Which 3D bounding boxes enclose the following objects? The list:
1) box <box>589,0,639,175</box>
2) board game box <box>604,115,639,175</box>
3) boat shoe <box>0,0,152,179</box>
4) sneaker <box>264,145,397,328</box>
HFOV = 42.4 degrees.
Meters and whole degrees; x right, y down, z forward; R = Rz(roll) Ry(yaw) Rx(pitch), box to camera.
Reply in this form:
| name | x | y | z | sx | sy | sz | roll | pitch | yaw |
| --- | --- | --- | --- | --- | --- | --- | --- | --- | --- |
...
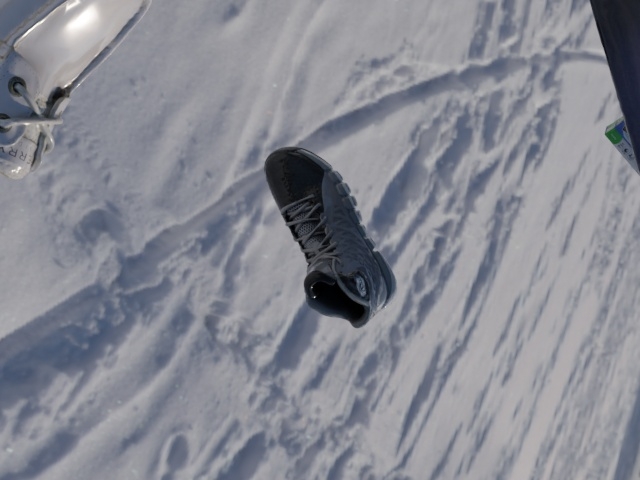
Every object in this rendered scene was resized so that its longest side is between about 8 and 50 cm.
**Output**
| name | x | y | z | sx | sy | sz | roll | pitch | yaw |
| --- | --- | --- | --- | --- | --- | --- | --- | --- | --- |
| box | 0.389 | -0.173 | 0.640 | 0.294 | 0.296 | 0.182 | 57 | 43 | -35 |
| board game box | 0.536 | -0.125 | 1.209 | 0.136 | 0.201 | 0.035 | -38 | -172 | 36 |
| boat shoe | -0.204 | -0.076 | 0.512 | 0.277 | 0.096 | 0.098 | -38 | 160 | 6 |
| sneaker | 0.000 | 0.000 | 0.931 | 0.228 | 0.086 | 0.132 | 53 | 27 | -4 |
